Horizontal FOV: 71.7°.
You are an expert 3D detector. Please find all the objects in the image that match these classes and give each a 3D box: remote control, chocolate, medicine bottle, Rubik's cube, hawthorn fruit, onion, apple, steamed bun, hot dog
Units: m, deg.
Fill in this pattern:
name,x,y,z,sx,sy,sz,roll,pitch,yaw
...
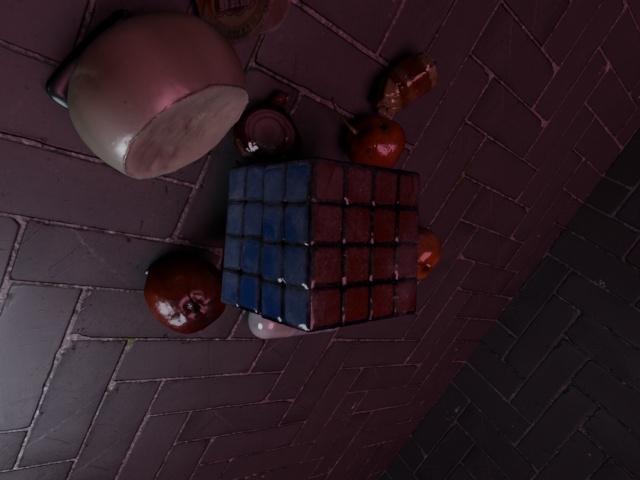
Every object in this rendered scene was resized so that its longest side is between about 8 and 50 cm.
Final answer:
name,x,y,z,sx,sy,sz,roll,pitch,yaw
remote control,-0.428,-0.343,0.844,0.222,0.042,0.072,-47,140,2
chocolate,-0.137,-0.495,0.884,0.147,0.221,0.221,-32,144,-55
medicine bottle,-0.089,0.263,1.521,0.340,0.130,0.130,2,121,-39
Rubik's cube,0.000,0.000,1.038,0.343,0.337,0.345,3,91,-41
hawthorn fruit,-0.343,0.139,1.156,0.215,0.249,0.216,-5,100,-27
onion,-0.128,-0.269,1.092,0.173,0.135,0.198,24,68,-25
apple,0.364,0.049,1.684,0.209,0.164,0.210,-22,136,-23
hawthorn fruit,0.112,-0.293,1.236,0.285,0.165,0.165,18,110,-39
steamed bun,-0.302,-0.277,0.829,0.324,0.206,0.324,-37,177,-2
hot dog,0.234,-0.443,1.250,0.213,0.103,0.146,-30,158,-2

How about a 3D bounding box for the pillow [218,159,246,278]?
name,x,y,z,sx,sy,sz,roll,pitch,yaw
pillow,-0.120,-0.039,1.221,0.305,0.108,0.308,7,92,-37
